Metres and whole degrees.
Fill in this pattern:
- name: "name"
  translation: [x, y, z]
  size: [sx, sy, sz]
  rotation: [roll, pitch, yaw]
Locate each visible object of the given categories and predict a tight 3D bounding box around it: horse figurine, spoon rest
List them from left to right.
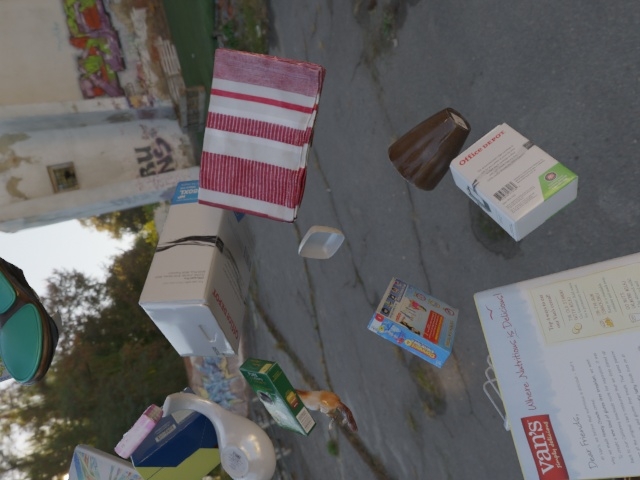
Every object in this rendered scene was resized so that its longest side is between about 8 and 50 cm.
- name: "spoon rest"
  translation: [-0.207, 0.410, 0.970]
  size: [0.276, 0.084, 0.137]
  rotation: [28, 107, 19]
- name: "horse figurine"
  translation: [-0.011, 0.508, 1.396]
  size: [0.066, 0.263, 0.175]
  rotation: [-63, -30, -48]

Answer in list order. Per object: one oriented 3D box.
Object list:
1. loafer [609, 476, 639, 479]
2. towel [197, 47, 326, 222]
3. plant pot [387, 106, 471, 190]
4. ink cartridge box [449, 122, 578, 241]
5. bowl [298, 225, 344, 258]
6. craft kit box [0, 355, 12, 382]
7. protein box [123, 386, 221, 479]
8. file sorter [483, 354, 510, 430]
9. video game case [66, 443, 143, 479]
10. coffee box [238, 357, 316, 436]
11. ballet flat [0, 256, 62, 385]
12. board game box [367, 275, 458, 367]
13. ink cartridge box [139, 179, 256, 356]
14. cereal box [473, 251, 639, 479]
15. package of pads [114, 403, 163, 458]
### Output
- name: "loafer"
  translation: [0.699, 0.482, 1.054]
  size: [0.130, 0.366, 0.134]
  rotation: [2, 145, 33]
- name: "towel"
  translation: [-0.133, -0.215, 0.952]
  size: [0.037, 0.236, 0.329]
  rotation: [-34, -44, -75]
- name: "plant pot"
  translation: [0.381, -0.320, 1.526]
  size: [0.230, 0.215, 0.215]
  rotation: [-47, 55, 38]
- name: "ink cartridge box"
  translation: [0.526, -0.167, 1.263]
  size: [0.273, 0.198, 0.115]
  rotation: [56, -174, 38]
- name: "bowl"
  translation: [0.000, 0.000, 1.617]
  size: [0.142, 0.142, 0.053]
  rotation: [-56, 38, 39]
- name: "craft kit box"
  translation: [-0.812, 0.270, 1.070]
  size: [0.246, 0.249, 0.061]
  rotation: [16, 113, 46]
- name: "protein box"
  translation: [-0.357, 0.505, 1.145]
  size: [0.201, 0.199, 0.136]
  rotation: [-3, 118, 60]
- name: "file sorter"
  translation: [0.604, 0.381, 1.345]
  size: [0.173, 0.192, 0.278]
  rotation: [-114, 13, -55]
- name: "video game case"
  translation: [-0.580, 0.757, 1.243]
  size: [0.036, 0.328, 0.300]
  rotation: [34, -114, -66]
- name: "coffee box"
  translation: [-0.093, 0.342, 1.004]
  size: [0.113, 0.040, 0.184]
  rotation: [-11, 115, 50]
- name: "ballet flat"
  translation: [-0.509, 0.131, 0.792]
  size: [0.280, 0.095, 0.096]
  rotation: [47, 179, 25]
- name: "board game box"
  translation: [0.370, 0.306, 1.783]
  size: [0.308, 0.301, 0.086]
  rotation: [-45, -19, -59]
- name: "ink cartridge box"
  translation: [-0.303, 0.072, 1.220]
  size: [0.286, 0.166, 0.395]
  rotation: [79, -169, -50]
- name: "cereal box"
  translation: [0.273, 0.100, 0.387]
  size: [0.047, 0.240, 0.173]
  rotation: [24, -127, -57]
- name: "package of pads"
  translation: [-0.312, 0.329, 0.790]
  size: [0.032, 0.083, 0.050]
  rotation: [40, 180, 0]
